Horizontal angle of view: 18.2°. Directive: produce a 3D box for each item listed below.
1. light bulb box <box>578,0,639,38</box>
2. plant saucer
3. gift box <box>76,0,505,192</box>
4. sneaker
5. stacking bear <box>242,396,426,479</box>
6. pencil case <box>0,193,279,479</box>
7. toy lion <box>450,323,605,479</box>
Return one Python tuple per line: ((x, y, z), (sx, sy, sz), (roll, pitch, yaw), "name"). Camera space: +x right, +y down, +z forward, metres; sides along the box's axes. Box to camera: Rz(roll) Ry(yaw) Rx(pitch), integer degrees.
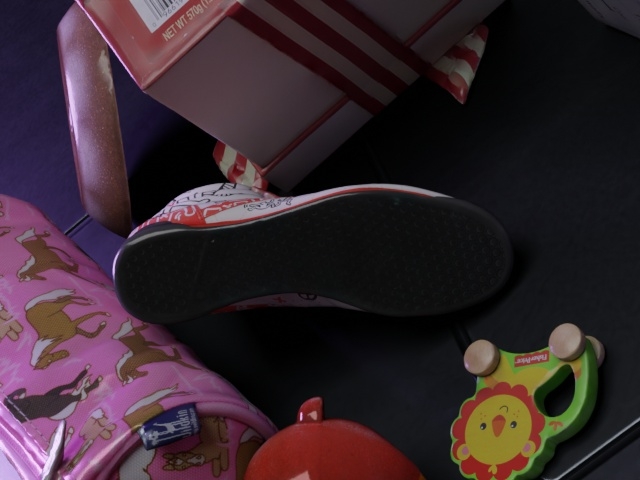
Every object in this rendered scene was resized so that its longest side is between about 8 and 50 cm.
((0.250, -0.249, 1.140), (0.361, 0.358, 0.225), (33, 87, 47), "light bulb box")
((-0.176, -0.096, 1.540), (0.036, 0.199, 0.199), (-8, 47, -8), "plant saucer")
((-0.037, -0.187, 1.436), (0.255, 0.258, 0.276), (-37, 63, 12), "gift box")
((-0.001, -0.001, 1.381), (0.270, 0.090, 0.145), (-5, 12, 8), "sneaker")
((0.006, 0.224, 1.171), (0.164, 0.175, 0.289), (-7, 39, 7), "stacking bear")
((-0.178, 0.101, 1.408), (0.160, 0.167, 0.386), (-44, 40, -6), "pencil case")
((0.126, 0.107, 1.244), (0.100, 0.034, 0.096), (-14, 60, 34), "toy lion")
